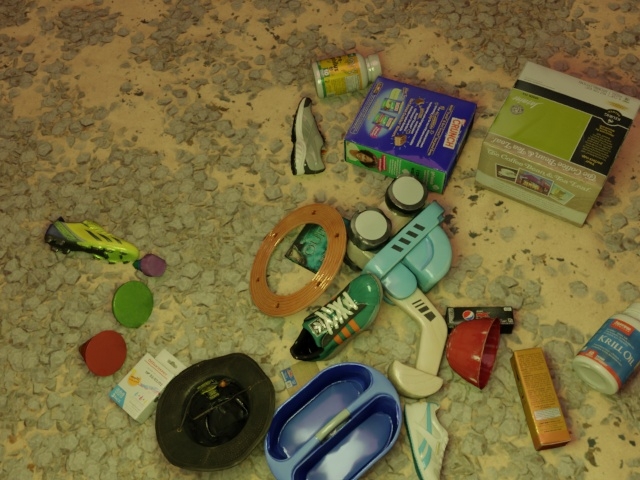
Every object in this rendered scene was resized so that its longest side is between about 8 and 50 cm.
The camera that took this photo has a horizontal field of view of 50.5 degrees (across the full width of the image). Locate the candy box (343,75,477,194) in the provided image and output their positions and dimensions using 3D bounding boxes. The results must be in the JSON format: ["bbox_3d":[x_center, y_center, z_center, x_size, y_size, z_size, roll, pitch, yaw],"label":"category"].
[{"bbox_3d":[0.266,-0.316,2.007,0.317,0.122,0.268,20,65,17],"label":"candy box"}]

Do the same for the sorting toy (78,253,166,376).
[{"bbox_3d":[-0.555,0.192,1.852,0.126,0.127,0.365,-1,54,39],"label":"sorting toy"}]

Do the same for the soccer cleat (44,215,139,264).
[{"bbox_3d":[-0.652,-0.010,1.955,0.289,0.093,0.121,10,57,10],"label":"soccer cleat"}]

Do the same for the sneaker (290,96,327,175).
[{"bbox_3d":[-0.034,-0.312,2.059,0.108,0.100,0.271,3,65,-9],"label":"sneaker"}]

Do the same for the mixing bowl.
[{"bbox_3d":[0.369,0.267,1.669,0.098,0.181,0.181,11,63,25],"label":"mixing bowl"}]

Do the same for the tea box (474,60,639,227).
[{"bbox_3d":[0.650,-0.268,1.888,0.329,0.220,0.323,26,67,18],"label":"tea box"}]

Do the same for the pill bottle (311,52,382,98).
[{"bbox_3d":[0.083,-0.524,2.137,0.209,0.117,0.117,-12,62,-1],"label":"pill bottle"}]

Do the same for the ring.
[{"bbox_3d":[-0.059,0.053,1.810,0.337,0.032,0.336,-26,45,30],"label":"ring"}]

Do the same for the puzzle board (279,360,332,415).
[{"bbox_3d":[-0.038,0.371,1.738,0.097,0.011,0.128,-24,62,-6],"label":"puzzle board"}]

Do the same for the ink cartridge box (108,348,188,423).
[{"bbox_3d":[-0.440,0.366,1.751,0.104,0.061,0.181,34,70,20],"label":"ink cartridge box"}]

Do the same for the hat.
[{"bbox_3d":[-0.239,0.439,1.647,0.332,0.133,0.331,-12,41,10],"label":"hat"}]

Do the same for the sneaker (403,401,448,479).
[{"bbox_3d":[0.261,0.492,1.603,0.092,0.087,0.228,-9,64,-2],"label":"sneaker"}]

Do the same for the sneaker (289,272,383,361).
[{"bbox_3d":[0.035,0.200,1.661,0.121,0.302,0.108,-3,47,-48],"label":"sneaker"}]

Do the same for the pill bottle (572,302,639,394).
[{"bbox_3d":[0.731,0.257,1.658,0.124,0.124,0.221,40,72,22],"label":"pill bottle"}]

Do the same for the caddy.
[{"bbox_3d":[0.032,0.445,1.591,0.341,0.179,0.241,-39,68,-14],"label":"caddy"}]

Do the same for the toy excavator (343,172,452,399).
[{"bbox_3d":[0.233,0.117,1.748,0.445,0.222,0.433,43,71,11],"label":"toy excavator"}]

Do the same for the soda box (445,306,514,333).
[{"bbox_3d":[0.409,0.206,1.752,0.169,0.060,0.053,0,57,5],"label":"soda box"}]

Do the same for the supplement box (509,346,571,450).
[{"bbox_3d":[0.527,0.380,1.640,0.080,0.078,0.233,-11,62,0],"label":"supplement box"}]

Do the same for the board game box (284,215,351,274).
[{"bbox_3d":[0.000,0.000,1.921,0.126,0.026,0.186,27,68,18],"label":"board game box"}]
